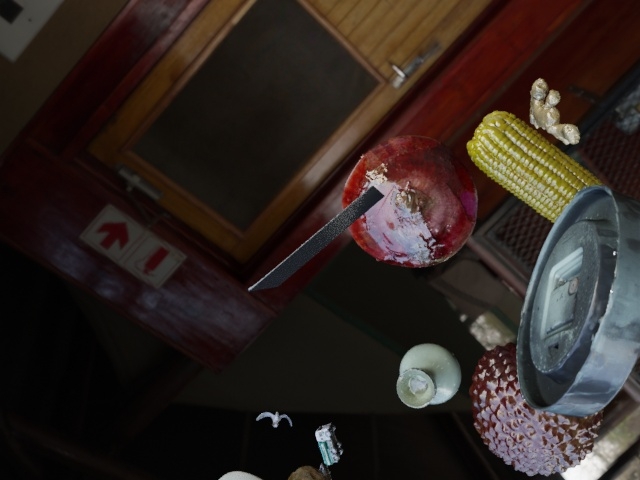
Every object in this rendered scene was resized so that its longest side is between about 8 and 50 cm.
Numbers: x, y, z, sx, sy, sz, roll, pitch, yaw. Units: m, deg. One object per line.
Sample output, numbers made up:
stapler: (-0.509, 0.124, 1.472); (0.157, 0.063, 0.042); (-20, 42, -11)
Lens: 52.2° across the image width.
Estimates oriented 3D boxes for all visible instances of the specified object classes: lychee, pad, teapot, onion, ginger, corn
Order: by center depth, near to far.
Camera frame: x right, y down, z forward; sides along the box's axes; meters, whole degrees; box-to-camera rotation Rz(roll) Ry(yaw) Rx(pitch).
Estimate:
pad: (0.000, 0.000, 1.040); (0.006, 0.245, 0.170); (51, -171, 8)
corn: (0.449, -0.120, 1.287); (0.345, 0.131, 0.131); (36, -171, 2)
onion: (0.183, -0.076, 1.324); (0.276, 0.276, 0.276); (42, -171, -9)
lychee: (0.438, 0.325, 1.336); (0.265, 0.299, 0.264); (9, 174, 1)
ginger: (0.616, -0.343, 1.744); (0.258, 0.065, 0.149); (-104, -3, -58)
teapot: (0.299, 0.398, 1.875); (0.183, 0.183, 0.251); (46, -163, 14)

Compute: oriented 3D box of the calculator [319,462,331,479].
calculator: (-0.038, 0.750, 1.784); (0.021, 0.261, 0.161); (25, 174, -2)

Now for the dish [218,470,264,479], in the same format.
dish: (-0.061, 0.309, 0.589); (0.191, 0.190, 0.066); (45, -147, 8)

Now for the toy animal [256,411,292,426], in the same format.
toy animal: (-0.103, 0.409, 1.492); (0.084, 0.028, 0.050); (11, 153, -8)

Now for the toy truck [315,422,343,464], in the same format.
toy truck: (0.017, 0.436, 1.396); (0.083, 0.044, 0.039); (72, -160, -3)

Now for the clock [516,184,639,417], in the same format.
clock: (0.430, 0.100, 1.077); (0.077, 0.385, 0.386); (15, -171, 3)

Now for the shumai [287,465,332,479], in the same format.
shumai: (-0.042, 0.689, 1.418); (0.217, 0.283, 0.345); (97, 151, -75)
